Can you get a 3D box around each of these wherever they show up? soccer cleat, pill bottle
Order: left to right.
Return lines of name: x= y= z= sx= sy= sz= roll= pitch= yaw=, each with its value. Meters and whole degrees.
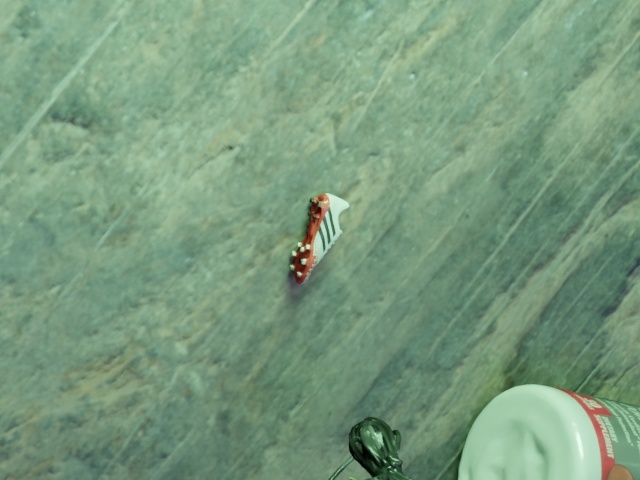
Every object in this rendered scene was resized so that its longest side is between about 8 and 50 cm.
soccer cleat: x=0.000 y=0.000 z=1.479 sx=0.035 sy=0.029 sz=0.083 roll=10 pitch=104 yaw=-29
pill bottle: x=0.305 y=0.250 z=1.693 sx=0.318 sy=0.176 sz=0.176 roll=14 pitch=106 yaw=-35

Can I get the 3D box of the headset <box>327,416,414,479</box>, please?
headset: x=-0.004 y=0.329 z=1.544 sx=0.243 sy=0.185 sz=0.394 roll=1 pitch=124 yaw=-31
